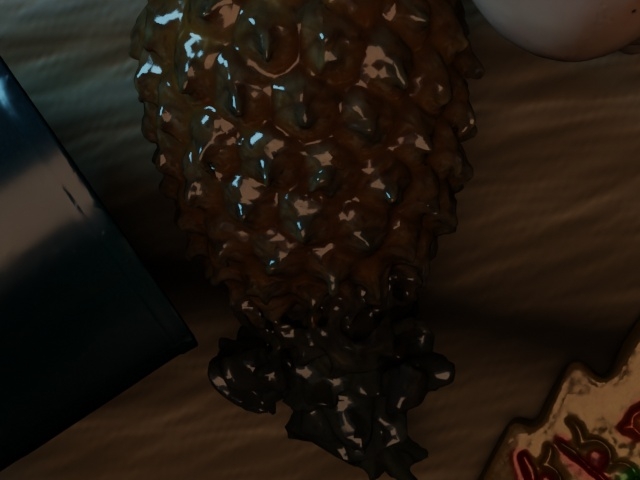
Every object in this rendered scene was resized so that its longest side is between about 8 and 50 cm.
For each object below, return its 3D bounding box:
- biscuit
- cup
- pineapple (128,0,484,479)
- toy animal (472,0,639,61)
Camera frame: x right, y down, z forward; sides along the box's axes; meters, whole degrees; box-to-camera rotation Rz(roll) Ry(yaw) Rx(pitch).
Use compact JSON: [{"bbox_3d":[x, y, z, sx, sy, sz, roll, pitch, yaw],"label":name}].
[{"bbox_3d":[0.210,0.164,0.872,0.239,0.041,0.212,-21,96,8],"label":"biscuit"},{"bbox_3d":[-0.277,0.021,0.753,0.292,0.242,0.308,-36,100,-7],"label":"cup"},{"bbox_3d":[-0.002,0.000,0.800,0.223,0.223,0.357,-3,107,7],"label":"pineapple"},{"bbox_3d":[0.158,-0.196,0.721,0.221,0.229,0.210,-22,103,-29],"label":"toy animal"}]
